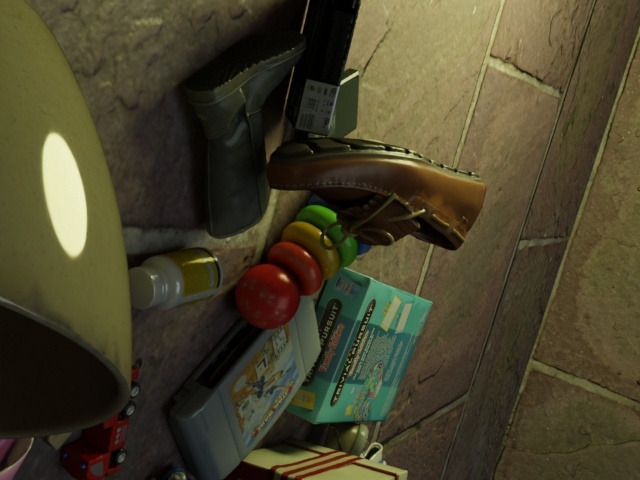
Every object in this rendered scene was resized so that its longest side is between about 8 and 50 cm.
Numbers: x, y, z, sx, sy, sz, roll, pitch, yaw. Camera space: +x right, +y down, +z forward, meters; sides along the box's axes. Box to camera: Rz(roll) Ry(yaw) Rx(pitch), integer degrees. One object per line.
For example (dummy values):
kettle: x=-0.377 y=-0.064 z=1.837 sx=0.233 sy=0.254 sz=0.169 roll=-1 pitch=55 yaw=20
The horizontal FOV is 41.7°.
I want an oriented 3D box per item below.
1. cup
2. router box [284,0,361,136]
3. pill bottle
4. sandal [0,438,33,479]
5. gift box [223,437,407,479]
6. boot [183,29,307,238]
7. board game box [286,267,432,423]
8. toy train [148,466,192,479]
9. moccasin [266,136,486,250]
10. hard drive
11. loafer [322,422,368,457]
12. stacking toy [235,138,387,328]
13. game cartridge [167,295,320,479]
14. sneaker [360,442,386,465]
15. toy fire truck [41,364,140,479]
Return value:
cup: x=-0.265 y=-0.035 z=0.515 sx=0.331 sy=0.331 sz=0.237 roll=59 pitch=31 yaw=-57
router box: x=0.001 y=-0.228 z=1.037 sx=0.133 sy=0.046 sz=0.179 roll=-117 pitch=-141 yaw=-71
pill bottle: x=-0.170 y=0.046 z=0.968 sx=0.116 sy=0.065 sz=0.065 roll=-14 pitch=120 yaw=-59
sandal: x=-0.300 y=0.149 z=0.686 sx=0.169 sy=0.102 sz=0.416 roll=43 pitch=51 yaw=-22
gift box: x=-0.024 y=0.479 z=1.351 sx=0.258 sy=0.255 sz=0.276 roll=10 pitch=94 yaw=-61
boot: x=-0.079 y=-0.126 z=1.009 sx=0.189 sy=0.076 sz=0.208 roll=-36 pitch=134 yaw=-28
board game box: x=0.074 y=0.196 z=1.513 sx=0.336 sy=0.079 sz=0.254 roll=25 pitch=87 yaw=-63
toy train: x=-0.198 y=0.394 z=1.153 sx=0.105 sy=0.080 sz=0.184 roll=-41 pitch=142 yaw=-34
moccasin: x=0.076 y=-0.048 z=1.095 sx=0.380 sy=0.139 sz=0.147 roll=10 pitch=93 yaw=-54
hard drive: x=0.012 y=-0.179 z=1.195 sx=0.135 sy=0.022 sz=0.094 roll=-39 pitch=141 yaw=-44
loafer: x=-0.005 y=0.431 z=1.548 sx=0.251 sy=0.087 sz=0.094 roll=-60 pitch=180 yaw=6
stacking toy: x=0.000 y=0.000 z=1.207 sx=0.330 sy=0.141 sz=0.141 roll=-45 pitch=145 yaw=-27
game cartridge: x=-0.098 y=0.202 z=1.231 sx=0.297 sy=0.062 sz=0.198 roll=-50 pitch=143 yaw=-34
sneaker: x=0.092 y=0.539 z=1.731 sx=0.236 sy=0.130 sz=0.323 roll=-60 pitch=147 yaw=-9
toy fire truck: x=-0.262 y=0.186 z=0.917 sx=0.135 sy=0.047 sz=0.192 roll=-11 pitch=119 yaw=-59
